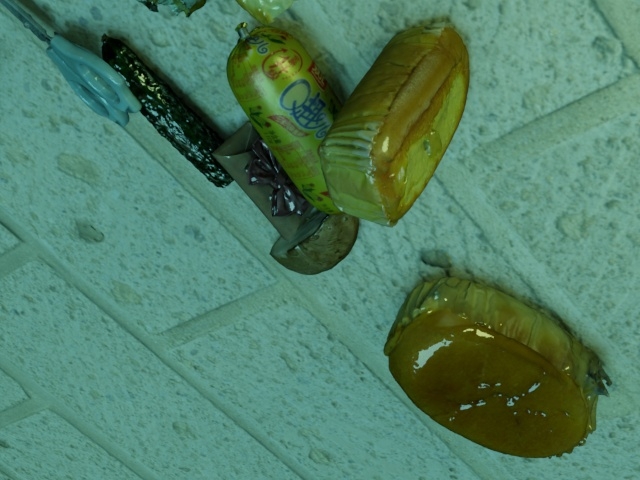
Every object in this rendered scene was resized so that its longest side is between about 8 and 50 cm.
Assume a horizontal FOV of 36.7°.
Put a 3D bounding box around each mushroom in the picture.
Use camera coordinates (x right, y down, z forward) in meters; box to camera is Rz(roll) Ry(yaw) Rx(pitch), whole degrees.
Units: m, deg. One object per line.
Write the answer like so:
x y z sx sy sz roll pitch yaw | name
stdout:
0.000 0.001 1.582 0.094 0.072 0.209 33 136 -26 | mushroom

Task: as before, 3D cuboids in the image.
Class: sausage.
-0.022 -0.164 1.386 0.123 0.123 0.347 -15 125 32 | sausage

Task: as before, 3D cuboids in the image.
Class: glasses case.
-0.067 -0.095 1.497 0.193 0.102 0.070 51 173 -29 | glasses case

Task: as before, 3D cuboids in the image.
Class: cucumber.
-0.236 -0.197 1.478 0.067 0.067 0.293 -26 120 37 | cucumber

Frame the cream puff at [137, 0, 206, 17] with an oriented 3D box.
-0.215 -0.364 1.259 0.156 0.156 0.121 21 106 0 | cream puff

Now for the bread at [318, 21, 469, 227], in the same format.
0.099 -0.153 1.243 0.119 0.288 0.152 8 135 27 | bread

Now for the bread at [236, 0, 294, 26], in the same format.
-0.114 -0.455 1.103 0.375 0.165 0.236 40 131 -17 | bread

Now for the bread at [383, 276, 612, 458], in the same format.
0.291 0.224 1.615 0.388 0.183 0.236 28 134 -8 | bread

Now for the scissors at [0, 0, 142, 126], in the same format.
-0.411 -0.309 1.431 0.360 0.029 0.191 45 162 -10 | scissors
